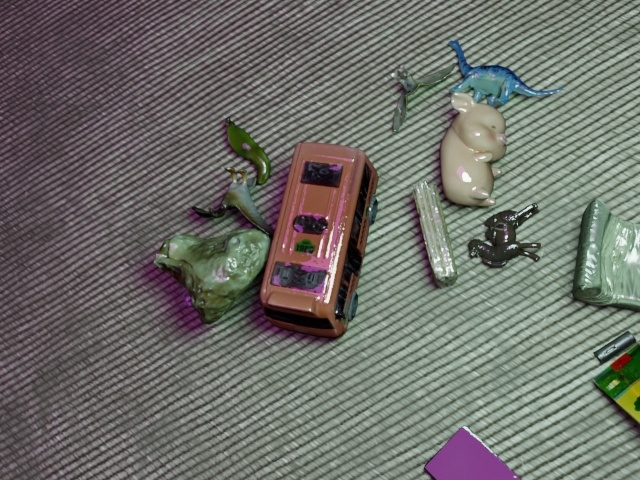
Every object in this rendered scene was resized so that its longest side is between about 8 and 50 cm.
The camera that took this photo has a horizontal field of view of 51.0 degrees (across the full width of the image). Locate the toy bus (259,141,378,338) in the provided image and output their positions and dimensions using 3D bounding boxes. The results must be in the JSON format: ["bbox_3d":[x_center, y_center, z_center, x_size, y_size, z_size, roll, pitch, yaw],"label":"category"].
[{"bbox_3d":[0.000,0.000,1.552,0.203,0.233,0.426,8,76,16],"label":"toy bus"}]

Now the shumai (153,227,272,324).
[{"bbox_3d":[-0.253,0.046,1.551,0.222,0.225,0.261,44,118,-5],"label":"shumai"}]

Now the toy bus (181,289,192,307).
[{"bbox_3d":[-0.287,0.115,1.692,0.131,0.037,0.052,-36,71,2],"label":"toy bus"}]

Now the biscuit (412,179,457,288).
[{"bbox_3d":[0.267,-0.014,1.556,0.062,0.108,0.238,-14,71,7],"label":"biscuit"}]

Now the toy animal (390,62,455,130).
[{"bbox_3d":[0.222,-0.403,1.682,0.219,0.095,0.155,-41,56,14],"label":"toy animal"}]

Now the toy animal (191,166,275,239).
[{"bbox_3d":[-0.229,-0.102,1.662,0.273,0.197,0.160,10,82,22],"label":"toy animal"}]

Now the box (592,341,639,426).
[{"bbox_3d":[0.675,0.317,1.337,0.132,0.034,0.235,-40,37,0],"label":"box"}]

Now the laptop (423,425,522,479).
[{"bbox_3d":[0.336,0.511,1.436,0.135,0.016,0.197,-45,71,-3],"label":"laptop"}]

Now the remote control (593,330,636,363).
[{"bbox_3d":[0.634,0.229,1.443,0.091,0.016,0.034,-34,64,1],"label":"remote control"}]

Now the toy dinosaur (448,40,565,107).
[{"bbox_3d":[0.415,-0.381,1.649,0.329,0.076,0.144,34,84,31],"label":"toy dinosaur"}]

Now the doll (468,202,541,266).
[{"bbox_3d":[0.424,-0.007,1.547,0.165,0.057,0.139,-6,76,17],"label":"doll"}]

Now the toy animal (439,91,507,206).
[{"bbox_3d":[0.354,-0.202,1.569,0.154,0.166,0.250,12,81,25],"label":"toy animal"}]

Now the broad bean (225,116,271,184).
[{"bbox_3d":[-0.193,-0.240,1.768,0.070,0.048,0.213,-37,71,14],"label":"broad bean"}]

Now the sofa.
[{"bbox_3d":[0.655,0.040,1.409,0.226,0.176,0.210,11,77,17],"label":"sofa"}]
